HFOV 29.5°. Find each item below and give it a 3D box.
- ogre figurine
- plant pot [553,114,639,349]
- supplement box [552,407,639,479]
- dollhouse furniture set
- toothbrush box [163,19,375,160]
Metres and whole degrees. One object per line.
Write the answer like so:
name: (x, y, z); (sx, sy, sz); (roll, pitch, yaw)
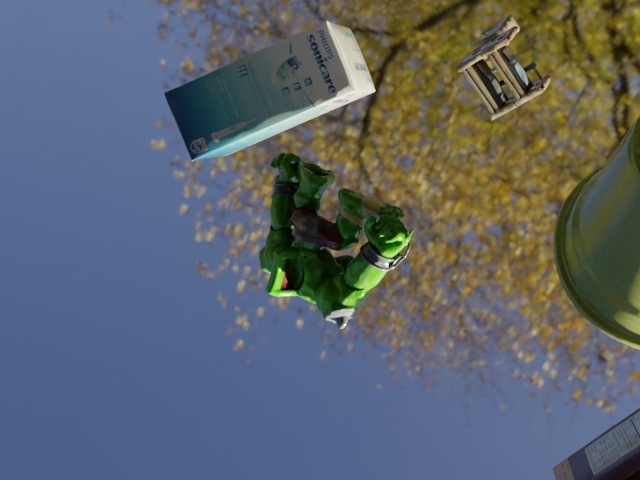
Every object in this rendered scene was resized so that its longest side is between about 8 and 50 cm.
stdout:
ogre figurine: (0.000, 0.000, 1.140); (0.197, 0.118, 0.097); (29, -166, 28)
plant pot: (0.427, -0.041, 1.420); (0.276, 0.254, 0.276); (-1, -117, 2)
supplement box: (0.359, 0.255, 1.143); (0.191, 0.194, 0.129); (52, -170, -5)
dollhouse furniture set: (0.378, -0.354, 2.388); (0.129, 0.129, 0.183); (53, -141, -13)
toothbrush box: (-0.077, -0.246, 2.013); (0.216, 0.296, 0.126); (-29, -82, -76)
